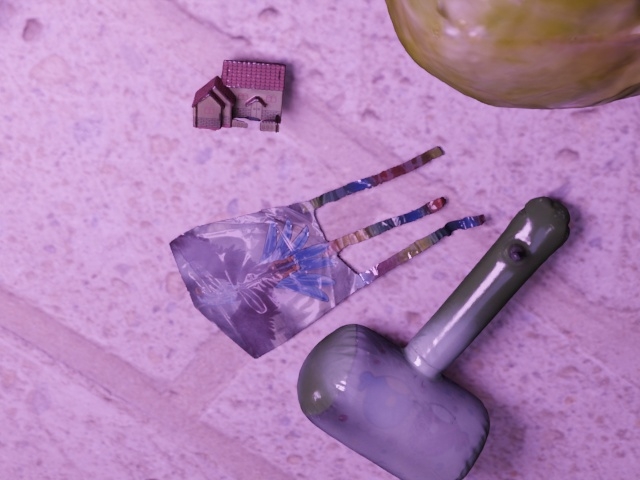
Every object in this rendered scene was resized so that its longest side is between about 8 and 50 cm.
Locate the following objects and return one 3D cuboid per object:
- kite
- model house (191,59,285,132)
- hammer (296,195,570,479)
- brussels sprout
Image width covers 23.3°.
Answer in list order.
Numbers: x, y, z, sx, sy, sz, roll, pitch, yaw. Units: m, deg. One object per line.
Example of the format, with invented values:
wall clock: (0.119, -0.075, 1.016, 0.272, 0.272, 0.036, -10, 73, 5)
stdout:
kite: (0.000, 0.001, 1.562, 0.310, 0.015, 0.169, -30, 116, 18)
model house: (-0.076, -0.138, 1.454, 0.083, 0.057, 0.058, 6, 126, -1)
hammer: (0.139, 0.093, 1.571, 0.206, 0.119, 0.335, 32, 110, -19)
brussels sprout: (0.195, -0.241, 1.276, 0.328, 0.247, 0.328, -10, 157, -4)
